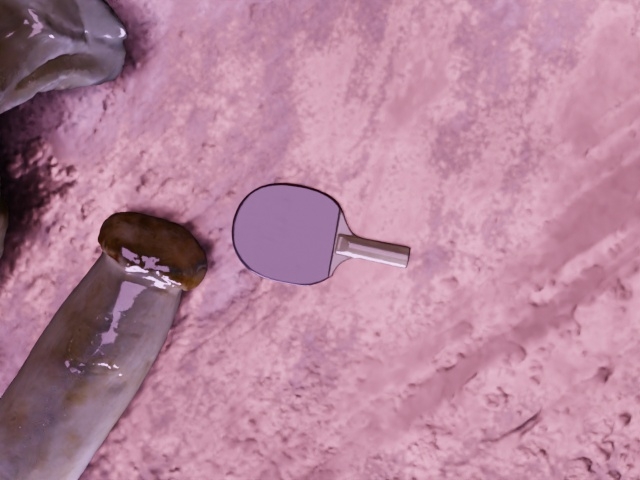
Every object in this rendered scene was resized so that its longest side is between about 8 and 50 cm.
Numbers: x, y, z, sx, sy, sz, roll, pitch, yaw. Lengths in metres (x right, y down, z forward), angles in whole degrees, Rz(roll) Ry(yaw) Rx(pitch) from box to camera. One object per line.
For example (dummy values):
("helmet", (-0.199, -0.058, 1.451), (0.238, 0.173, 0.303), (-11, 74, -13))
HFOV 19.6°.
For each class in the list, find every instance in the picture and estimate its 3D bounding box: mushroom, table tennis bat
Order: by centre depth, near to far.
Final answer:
("mushroom", (-0.207, 0.114, 1.594), (0.100, 0.081, 0.312), (33, 100, 3))
("table tennis bat", (0.000, 0.000, 1.602), (0.156, 0.013, 0.087), (12, 95, 3))

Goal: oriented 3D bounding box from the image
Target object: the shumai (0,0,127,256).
("shumai", (-0.319, -0.126, 1.456), (0.288, 0.330, 0.292), (-32, 68, 16))
